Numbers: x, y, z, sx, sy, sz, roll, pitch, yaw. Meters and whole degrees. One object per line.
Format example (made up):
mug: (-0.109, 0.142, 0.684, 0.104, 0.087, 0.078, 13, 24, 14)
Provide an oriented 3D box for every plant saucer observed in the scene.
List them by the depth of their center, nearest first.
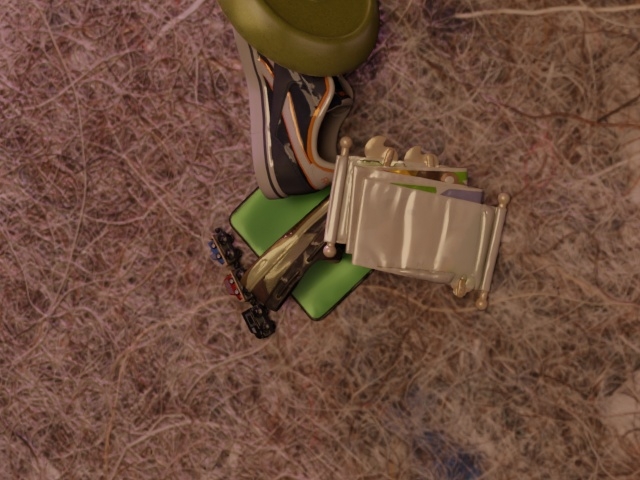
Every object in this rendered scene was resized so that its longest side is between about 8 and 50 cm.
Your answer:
plant saucer: (-0.022, -0.314, 1.768, 0.037, 0.241, 0.241, -40, 74, 50)

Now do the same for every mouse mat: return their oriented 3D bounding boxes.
mouse mat: (-0.013, -0.010, 1.868, 0.152, 0.007, 0.190, -44, 78, 12)

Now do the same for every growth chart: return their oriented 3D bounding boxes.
growth chart: (0.118, -0.028, 1.775, 0.237, 0.021, 0.172, 17, 91, -6)

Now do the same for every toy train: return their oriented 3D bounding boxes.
toy train: (-0.106, 0.057, 1.886, 0.036, 0.027, 0.158, -31, 80, 26)

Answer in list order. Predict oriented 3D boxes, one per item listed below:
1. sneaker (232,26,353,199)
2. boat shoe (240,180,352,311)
sneaker: (-0.029, -0.218, 1.819, 0.127, 0.126, 0.321, -8, 94, 21)
boat shoe: (-0.001, 0.001, 1.824, 0.223, 0.080, 0.073, -42, 90, 9)
